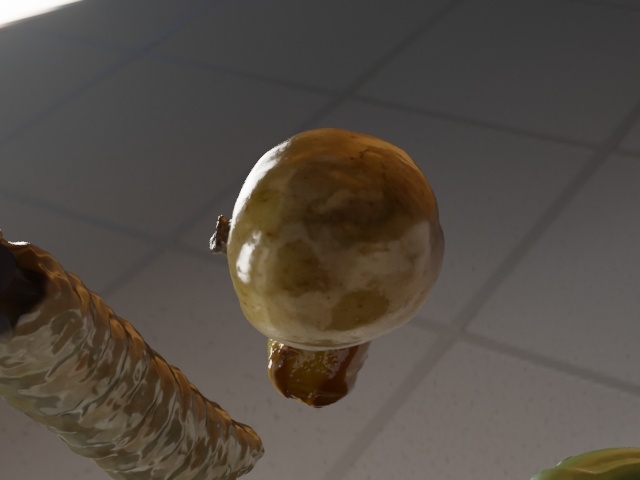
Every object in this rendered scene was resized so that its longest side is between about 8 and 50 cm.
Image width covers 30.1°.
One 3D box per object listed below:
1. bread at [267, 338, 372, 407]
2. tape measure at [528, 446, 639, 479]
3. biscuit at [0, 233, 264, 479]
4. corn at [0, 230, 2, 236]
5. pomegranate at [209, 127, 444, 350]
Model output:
[{"bbox_3d":[0.011,0.052,1.212,0.102,0.246,0.094,13,-161,-13],"label":"bread"},{"bbox_3d":[0.156,0.164,0.506,0.175,0.106,0.200,18,-144,2],"label":"tape measure"},{"bbox_3d":[-0.085,0.065,0.500,0.061,0.219,0.055,-33,-125,-1],"label":"biscuit"},{"bbox_3d":[-0.404,-0.047,1.074,0.293,0.106,0.106,25,-135,17],"label":"corn"},{"bbox_3d":[0.000,0.000,0.970,0.196,0.196,0.196,-6,-145,4],"label":"pomegranate"}]
